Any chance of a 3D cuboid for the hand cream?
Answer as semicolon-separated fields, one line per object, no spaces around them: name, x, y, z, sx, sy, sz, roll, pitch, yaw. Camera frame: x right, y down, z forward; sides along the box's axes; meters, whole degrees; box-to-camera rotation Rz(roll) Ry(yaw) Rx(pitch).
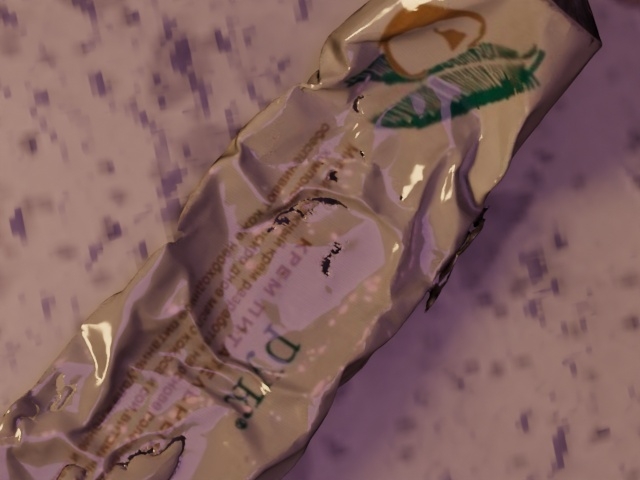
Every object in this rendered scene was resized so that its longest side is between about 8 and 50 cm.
hand cream;0.000;0.000;0.488;0.084;0.050;0.257;37;87;-4
